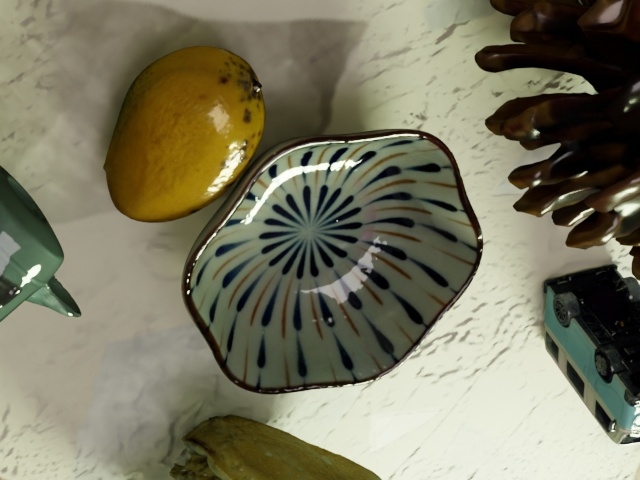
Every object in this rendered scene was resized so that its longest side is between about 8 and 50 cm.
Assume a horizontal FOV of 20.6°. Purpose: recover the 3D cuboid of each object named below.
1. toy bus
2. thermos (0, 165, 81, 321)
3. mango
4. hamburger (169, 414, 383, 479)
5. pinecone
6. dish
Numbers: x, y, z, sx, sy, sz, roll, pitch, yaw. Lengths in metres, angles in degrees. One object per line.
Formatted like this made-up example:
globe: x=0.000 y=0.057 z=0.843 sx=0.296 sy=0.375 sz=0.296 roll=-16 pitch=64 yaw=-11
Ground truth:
toy bus: x=0.196 y=0.081 z=1.165 sx=0.060 sy=0.123 sz=0.075 roll=-13 pitch=132 yaw=-18
thermos: x=-0.272 y=0.056 z=0.907 sx=0.286 sy=0.145 sz=0.182 roll=-41 pitch=120 yaw=3
mango: x=-0.076 y=-0.056 z=0.968 sx=0.079 sy=0.057 sz=0.114 roll=31 pitch=114 yaw=-18
hamburger: x=-0.040 y=0.187 z=1.114 sx=0.159 sy=0.185 sz=0.131 roll=28 pitch=97 yaw=5
pinecone: x=0.202 y=-0.084 z=0.977 sx=0.264 sy=0.264 sz=0.264 roll=-13 pitch=128 yaw=-18
dish: x=0.000 y=0.000 z=1.046 sx=0.190 sy=0.066 sz=0.191 roll=-12 pitch=126 yaw=-17
